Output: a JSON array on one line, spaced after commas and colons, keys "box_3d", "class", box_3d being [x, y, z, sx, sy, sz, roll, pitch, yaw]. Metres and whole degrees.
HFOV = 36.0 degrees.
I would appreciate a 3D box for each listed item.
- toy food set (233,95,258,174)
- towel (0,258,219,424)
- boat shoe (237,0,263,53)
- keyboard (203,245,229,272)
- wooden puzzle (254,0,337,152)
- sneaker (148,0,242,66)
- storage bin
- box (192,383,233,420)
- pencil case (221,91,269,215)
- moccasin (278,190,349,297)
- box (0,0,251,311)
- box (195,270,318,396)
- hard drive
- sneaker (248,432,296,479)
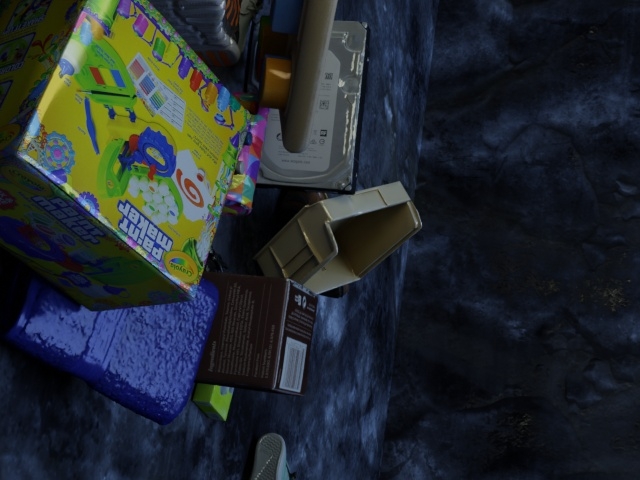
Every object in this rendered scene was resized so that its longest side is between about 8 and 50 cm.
[{"box_3d": [-0.184, -0.156, 1.684, 0.232, 0.104, 0.111, -65, 154, -51], "class": "toy food set"}, {"box_3d": [-0.278, 0.090, 1.311, 0.308, 0.076, 0.228, 41, 55, -41], "class": "towel"}, {"box_3d": [-0.142, -0.446, 1.809, 0.083, 0.075, 0.226, -26, 119, -72], "class": "boat shoe"}, {"box_3d": [-0.177, 0.106, 1.796, 0.317, 0.033, 0.202, 67, 7, -71], "class": "keyboard"}, {"box_3d": [-0.062, -0.371, 1.715, 0.348, 0.080, 0.322, -106, -156, -53], "class": "wooden puzzle"}, {"box_3d": [-0.197, -0.422, 1.587, 0.321, 0.124, 0.180, 76, 18, -76], "class": "sneaker"}, {"box_3d": [0.039, 0.002, 2.063, 0.262, 0.260, 0.123, -16, 71, -43], "class": "storage bin"}, {"box_3d": [-0.191, 0.242, 1.886, 0.109, 0.042, 0.178, 67, 32, -59], "class": "box"}, {"box_3d": [-0.156, -0.158, 1.806, 0.104, 0.104, 0.237, 54, 41, -66], "class": "pencil case"}, {"box_3d": [-0.003, 0.000, 2.347, 0.147, 0.139, 0.380, -64, 145, -33], "class": "moccasin"}, {"box_3d": [-0.259, -0.111, 1.149, 0.290, 0.177, 0.279, 47, 46, -42], "class": "box"}, {"box_3d": [-0.129, 0.143, 1.518, 0.168, 0.203, 0.167, 39, 57, -72], "class": "box"}, {"box_3d": [-0.032, -0.267, 1.950, 0.064, 0.236, 0.339, 33, 63, -77], "class": "hard drive"}, {"box_3d": [-0.117, 0.567, 2.144, 0.151, 0.094, 0.256, 78, 23, -52], "class": "sneaker"}]
